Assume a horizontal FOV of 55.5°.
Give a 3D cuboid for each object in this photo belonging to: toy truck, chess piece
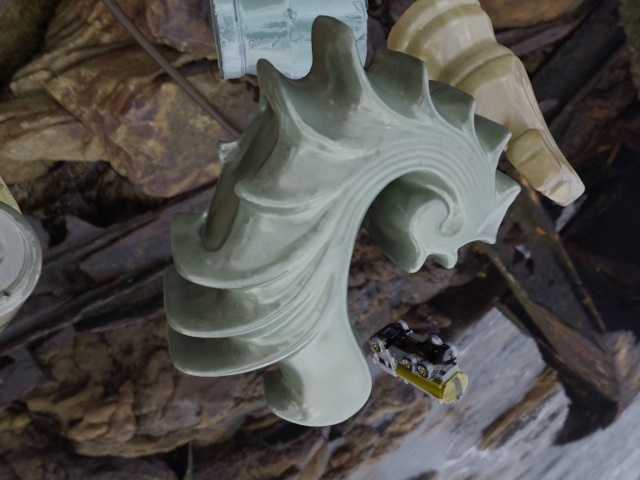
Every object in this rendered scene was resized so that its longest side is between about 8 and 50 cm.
[{"bbox_3d":[0.116,0.147,0.732,0.052,0.123,0.062,-31,121,-28],"label":"toy truck"},{"bbox_3d":[0.217,-0.171,0.757,0.137,0.301,0.137,-30,163,-10],"label":"chess piece"}]

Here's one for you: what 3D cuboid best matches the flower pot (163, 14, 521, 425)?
[{"bbox_3d":[0.000,0.000,0.578,0.254,0.164,0.367,27,106,-27],"label":"flower pot"}]

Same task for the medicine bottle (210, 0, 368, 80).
[{"bbox_3d":[-0.073,-0.439,1.246,0.290,0.245,0.245,-9,136,-11],"label":"medicine bottle"}]

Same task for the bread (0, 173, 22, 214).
[{"bbox_3d":[-0.577,-0.061,0.880,0.156,0.158,0.260,-19,124,31],"label":"bread"}]

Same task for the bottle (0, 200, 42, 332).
[{"bbox_3d":[-0.357,0.056,0.583,0.120,0.120,0.253,-7,162,-41],"label":"bottle"}]
